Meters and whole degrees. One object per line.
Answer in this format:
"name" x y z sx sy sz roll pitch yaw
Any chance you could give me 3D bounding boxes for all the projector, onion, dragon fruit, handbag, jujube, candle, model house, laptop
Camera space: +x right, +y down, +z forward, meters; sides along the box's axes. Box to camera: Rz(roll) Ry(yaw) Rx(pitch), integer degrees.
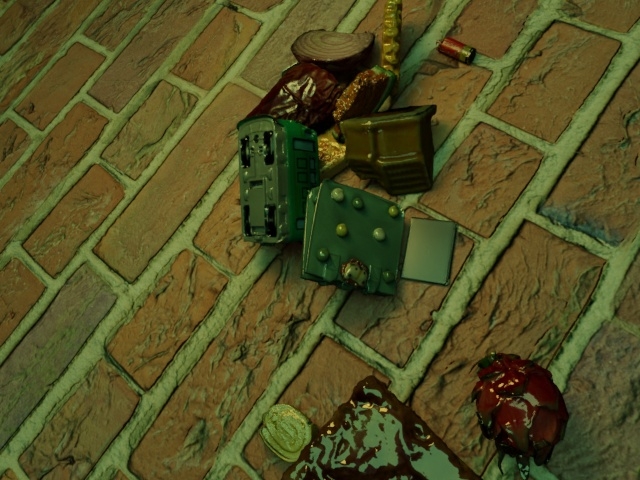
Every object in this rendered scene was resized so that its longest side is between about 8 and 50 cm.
"projector" -0.073 -0.516 1.529 0.083 0.082 0.083 -31 65 3
"onion" 0.037 -0.578 1.485 0.250 0.111 0.247 9 44 11
"dragon fruit" 0.424 0.367 0.998 0.193 0.192 0.273 -15 78 1
"handbag" 0.091 -0.006 1.203 0.269 0.100 0.273 18 66 -24
"jujube" -0.092 -0.380 1.424 0.342 0.216 0.216 -39 65 8
"candle" 0.411 -0.589 1.440 0.131 0.052 0.052 36 82 25
"model house" 0.203 -0.245 1.310 0.268 0.173 0.238 -5 111 10
"laptop" 0.291 0.026 1.258 0.129 0.016 0.180 8 71 18

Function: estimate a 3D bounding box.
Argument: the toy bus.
"toy bus" -0.105 -0.160 1.283 0.184 0.200 0.343 4 97 46

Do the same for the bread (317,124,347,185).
"bread" 0.011 -0.253 1.413 0.189 0.068 0.125 -35 65 1

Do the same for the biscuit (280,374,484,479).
"biscuit" 0.109 0.554 1.024 0.343 0.166 0.395 41 84 25

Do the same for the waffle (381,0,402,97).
"waffle" 0.214 -0.581 1.417 0.065 0.283 0.309 3 27 10

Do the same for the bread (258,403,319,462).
"bread" -0.082 0.475 1.165 0.156 0.064 0.117 32 77 25

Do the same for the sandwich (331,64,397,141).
"sandwich" 0.099 -0.391 1.325 0.079 0.159 0.235 48 124 22
